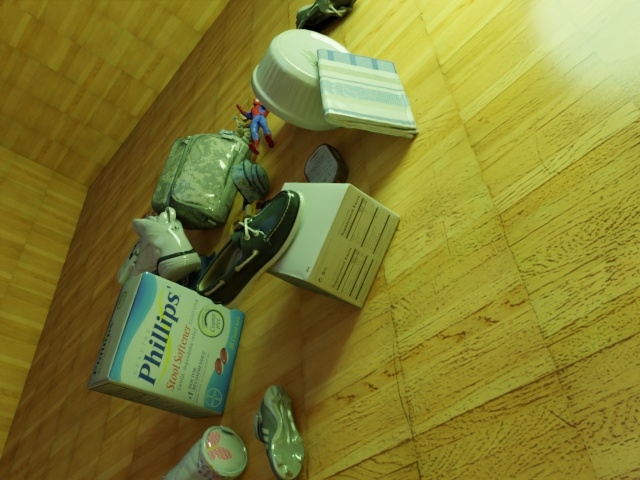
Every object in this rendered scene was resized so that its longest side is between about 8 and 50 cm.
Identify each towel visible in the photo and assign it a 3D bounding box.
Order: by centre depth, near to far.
[{"bbox_3d":[0.096,-0.335,1.262,0.034,0.209,0.285,110,161,-44],"label":"towel"}]

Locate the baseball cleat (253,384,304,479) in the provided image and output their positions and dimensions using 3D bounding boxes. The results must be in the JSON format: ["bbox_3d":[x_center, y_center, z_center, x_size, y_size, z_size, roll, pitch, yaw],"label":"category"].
[{"bbox_3d":[-0.083,0.382,1.078,0.109,0.072,0.206,-60,23,30],"label":"baseball cleat"}]

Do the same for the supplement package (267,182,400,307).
[{"bbox_3d":[0.000,0.000,1.173,0.262,0.145,0.204,11,75,57],"label":"supplement package"}]

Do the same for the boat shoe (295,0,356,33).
[{"bbox_3d":[0.020,-0.713,1.768,0.335,0.112,0.095,0,83,61],"label":"boat shoe"}]

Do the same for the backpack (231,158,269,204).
[{"bbox_3d":[-0.202,-0.179,1.639,0.084,0.114,0.105,-25,41,17],"label":"backpack"}]

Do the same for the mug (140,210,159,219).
[{"bbox_3d":[-0.594,-0.086,2.144,0.169,0.113,0.150,-14,56,47],"label":"mug"}]

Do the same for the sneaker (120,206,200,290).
[{"bbox_3d":[-0.528,0.044,1.772,0.366,0.137,0.210,-27,79,38],"label":"sneaker"}]

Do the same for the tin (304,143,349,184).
[{"bbox_3d":[0.012,-0.174,1.402,0.106,0.040,0.189,-46,34,15],"label":"tin"}]

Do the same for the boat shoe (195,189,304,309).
[{"bbox_3d":[-0.145,0.014,1.145,0.302,0.091,0.114,-55,32,13],"label":"boat shoe"}]

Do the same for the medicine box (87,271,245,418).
[{"bbox_3d":[-0.360,0.258,1.348,0.149,0.289,0.263,-24,47,45],"label":"medicine box"}]

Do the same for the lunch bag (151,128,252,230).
[{"bbox_3d":[-0.366,-0.193,1.817,0.256,0.212,0.305,3,68,39],"label":"lunch bag"}]

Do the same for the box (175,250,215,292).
[{"bbox_3d":[-0.401,0.137,1.754,0.225,0.036,0.136,-44,35,24],"label":"box"}]

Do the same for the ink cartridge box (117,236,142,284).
[{"bbox_3d":[-0.586,0.075,1.960,0.208,0.153,0.087,-55,30,9],"label":"ink cartridge box"}]

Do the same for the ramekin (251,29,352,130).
[{"bbox_3d":[-0.024,-0.405,1.388,0.127,0.273,0.273,119,156,-44],"label":"ramekin"}]

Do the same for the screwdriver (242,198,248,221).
[{"bbox_3d":[-0.219,-0.061,1.667,0.025,0.024,0.170,-16,54,13],"label":"screwdriver"}]

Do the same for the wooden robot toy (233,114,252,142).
[{"bbox_3d":[-0.264,-0.362,1.949,0.079,0.076,0.173,99,170,-47],"label":"wooden robot toy"}]

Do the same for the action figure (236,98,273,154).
[{"bbox_3d":[-0.217,-0.413,1.829,0.091,0.139,0.280,-23,39,10],"label":"action figure"}]

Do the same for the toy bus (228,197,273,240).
[{"bbox_3d":[-0.157,-0.054,1.484,0.191,0.104,0.202,19,82,58],"label":"toy bus"}]

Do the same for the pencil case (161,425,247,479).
[{"bbox_3d":[-0.270,0.511,1.189,0.273,0.113,0.124,-47,14,22],"label":"pencil case"}]
